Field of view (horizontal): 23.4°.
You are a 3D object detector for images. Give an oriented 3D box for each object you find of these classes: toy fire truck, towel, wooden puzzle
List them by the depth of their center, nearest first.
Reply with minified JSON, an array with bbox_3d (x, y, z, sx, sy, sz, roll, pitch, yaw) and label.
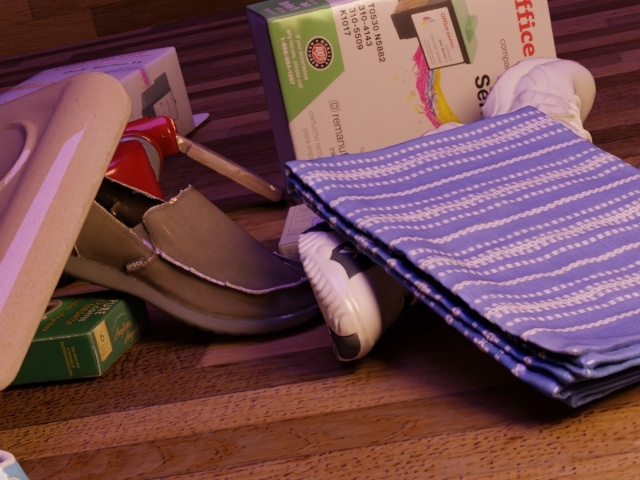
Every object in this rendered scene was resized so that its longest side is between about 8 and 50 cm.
[{"bbox_3d":[0.157,-0.010,1.063,0.243,0.040,0.336,-16,33,-28],"label":"towel"},{"bbox_3d":[-0.322,0.031,1.203,0.348,0.080,0.322,-12,41,28],"label":"wooden puzzle"},{"bbox_3d":[-0.172,-0.055,1.512,0.246,0.158,0.217,-18,22,3],"label":"toy fire truck"}]

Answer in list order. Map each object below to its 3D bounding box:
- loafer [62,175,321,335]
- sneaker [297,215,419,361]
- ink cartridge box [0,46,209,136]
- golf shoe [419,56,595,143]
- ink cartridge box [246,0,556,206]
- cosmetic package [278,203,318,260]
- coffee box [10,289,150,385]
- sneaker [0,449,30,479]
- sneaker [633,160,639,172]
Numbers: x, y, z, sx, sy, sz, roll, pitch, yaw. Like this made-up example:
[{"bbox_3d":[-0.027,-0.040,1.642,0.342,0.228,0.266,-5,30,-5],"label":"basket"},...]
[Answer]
[{"bbox_3d":[-0.110,0.006,1.224,0.251,0.087,0.094,15,22,17],"label":"loafer"},{"bbox_3d":[0.072,0.010,1.144,0.153,0.094,0.235,-19,5,7],"label":"sneaker"},{"bbox_3d":[-0.295,-0.151,1.936,0.207,0.119,0.353,-7,17,19],"label":"ink cartridge box"},{"bbox_3d":[0.191,-0.075,1.355,0.140,0.115,0.306,11,33,32],"label":"golf shoe"},{"bbox_3d":[0.088,-0.160,1.518,0.278,0.201,0.117,-15,17,-10],"label":"ink cartridge box"},{"bbox_3d":[0.000,0.000,1.333,0.060,0.041,0.115,-10,16,8],"label":"cosmetic package"},{"bbox_3d":[-0.241,0.082,1.241,0.184,0.040,0.113,-9,15,16],"label":"coffee box"},{"bbox_3d":[-0.248,0.186,0.800,0.228,0.092,0.087,-24,21,-30],"label":"sneaker"},{"bbox_3d":[0.348,-0.046,1.155,0.282,0.153,0.099,-39,1,37],"label":"sneaker"}]
